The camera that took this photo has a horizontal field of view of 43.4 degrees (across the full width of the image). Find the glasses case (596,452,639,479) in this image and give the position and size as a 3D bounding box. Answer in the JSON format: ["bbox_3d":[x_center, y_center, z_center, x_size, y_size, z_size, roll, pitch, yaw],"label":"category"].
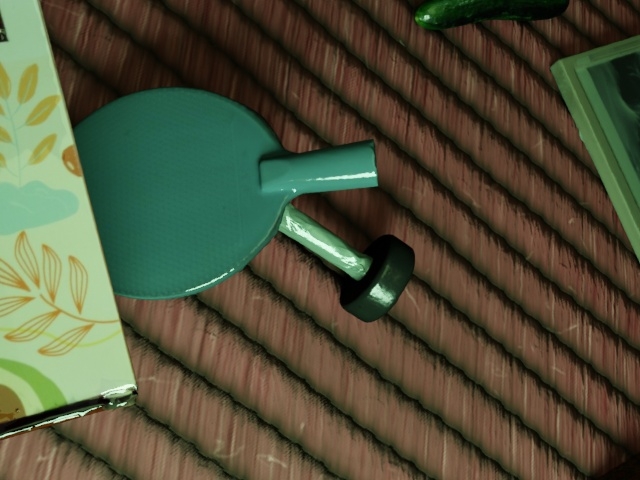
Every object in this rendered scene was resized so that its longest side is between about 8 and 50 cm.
[{"bbox_3d":[0.430,0.285,0.991,0.218,0.075,0.049,-18,85,-29],"label":"glasses case"}]

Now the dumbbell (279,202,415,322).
[{"bbox_3d":[0.000,0.000,0.853,0.191,0.100,0.100,34,63,-14],"label":"dumbbell"}]

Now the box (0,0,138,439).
[{"bbox_3d":[-0.358,-0.016,0.615,0.345,0.122,0.385,-14,86,-17],"label":"box"}]

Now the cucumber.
[{"bbox_3d":[0.242,-0.320,1.091,0.284,0.056,0.056,-14,82,-29],"label":"cucumber"}]

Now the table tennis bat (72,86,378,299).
[{"bbox_3d":[-0.109,-0.054,0.769,0.329,0.044,0.215,-7,72,4],"label":"table tennis bat"}]

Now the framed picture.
[{"bbox_3d":[0.543,-0.098,1.185,0.326,0.028,0.446,-22,85,-29],"label":"framed picture"}]
